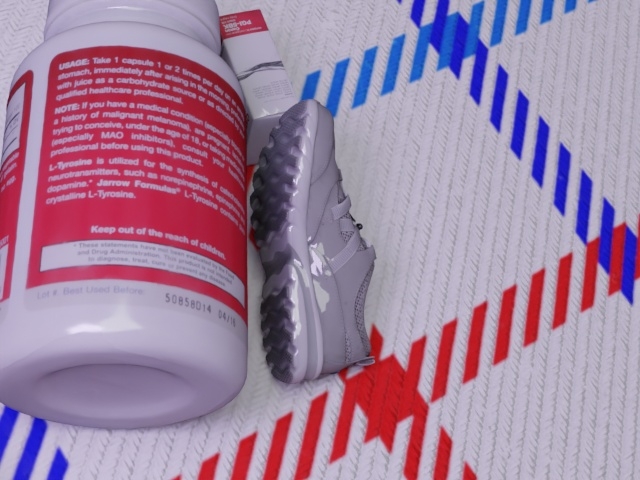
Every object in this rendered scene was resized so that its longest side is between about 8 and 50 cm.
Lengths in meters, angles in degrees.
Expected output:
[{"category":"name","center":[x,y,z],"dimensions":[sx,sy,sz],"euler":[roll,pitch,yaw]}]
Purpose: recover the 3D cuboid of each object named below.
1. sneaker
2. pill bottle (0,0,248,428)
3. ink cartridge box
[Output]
[{"category":"sneaker","center":[0.000,0.000,1.073],"dimensions":[0.115,0.105,0.281],"euler":[1,87,-29]},{"category":"pill bottle","center":[-0.182,-0.050,0.996],"dimensions":[0.229,0.229,0.408],"euler":[3,63,-10]},{"category":"ink cartridge box","center":[-0.074,-0.163,1.151],"dimensions":[0.056,0.099,0.135],"euler":[-14,66,-19]}]
